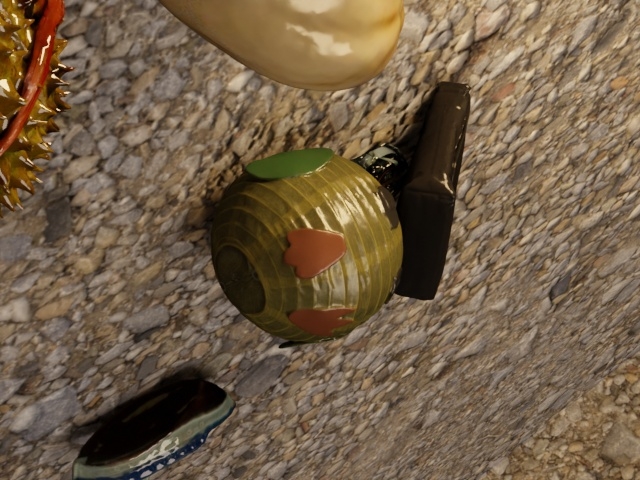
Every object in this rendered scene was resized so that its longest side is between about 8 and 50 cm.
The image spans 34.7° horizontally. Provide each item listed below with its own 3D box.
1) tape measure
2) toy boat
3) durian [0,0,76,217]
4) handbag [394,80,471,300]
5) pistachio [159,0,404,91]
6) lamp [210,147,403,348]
[{"bbox_3d":[0.077,-0.087,1.430,0.094,0.054,0.091,-25,140,-34],"label":"tape measure"},{"bbox_3d":[-0.241,0.297,1.513,0.262,0.114,0.115,-32,133,-17],"label":"toy boat"},{"bbox_3d":[-0.350,-0.157,0.731,0.347,0.347,0.384,-34,114,-8],"label":"durian"},{"bbox_3d":[0.150,-0.068,1.425,0.080,0.223,0.247,10,140,5],"label":"handbag"},{"bbox_3d":[-0.037,-0.269,0.973,0.238,0.229,0.321,-20,150,36],"label":"pistachio"},{"bbox_3d":[0.000,0.000,1.298,0.284,0.250,0.250,-28,147,-40],"label":"lamp"}]
